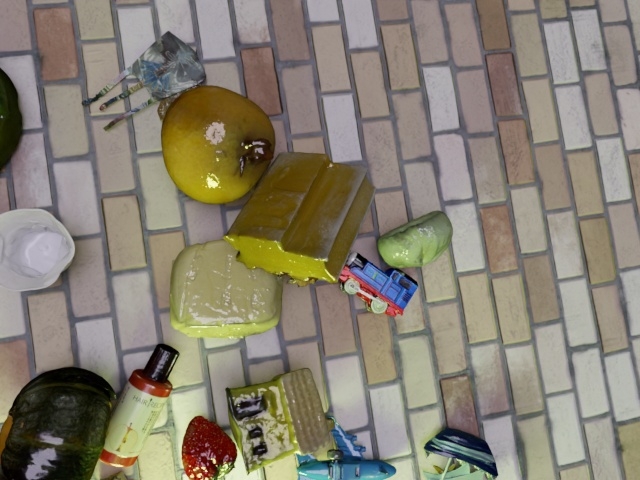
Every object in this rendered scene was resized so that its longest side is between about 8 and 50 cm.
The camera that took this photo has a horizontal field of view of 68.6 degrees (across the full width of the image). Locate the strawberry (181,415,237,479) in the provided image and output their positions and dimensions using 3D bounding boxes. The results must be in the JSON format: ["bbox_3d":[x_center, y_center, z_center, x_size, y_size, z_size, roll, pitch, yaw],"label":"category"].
[{"bbox_3d":[-0.275,0.506,1.122,0.148,0.131,0.131,37,81,17],"label":"strawberry"}]

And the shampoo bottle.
[{"bbox_3d":[-0.424,0.381,1.113,0.104,0.104,0.278,26,83,-6],"label":"shampoo bottle"}]

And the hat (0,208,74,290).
[{"bbox_3d":[-0.660,0.024,1.092,0.203,0.126,0.203,1,86,-8],"label":"hat"}]

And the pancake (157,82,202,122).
[{"bbox_3d":[-0.346,-0.336,1.216,0.152,0.025,0.151,0,87,-9],"label":"pancake"}]

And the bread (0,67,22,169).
[{"bbox_3d":[-0.906,-0.300,1.077,0.382,0.129,0.366,41,82,-3],"label":"bread"}]

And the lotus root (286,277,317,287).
[{"bbox_3d":[0.000,0.000,1.178,0.140,0.154,0.256,14,76,0],"label":"lotus root"}]

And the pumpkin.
[{"bbox_3d":[-0.572,0.429,0.995,0.192,0.320,0.320,21,83,-28],"label":"pumpkin"}]

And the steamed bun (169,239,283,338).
[{"bbox_3d":[-0.221,0.119,1.135,0.273,0.166,0.232,-2,70,-15],"label":"steamed bun"}]

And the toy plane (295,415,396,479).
[{"bbox_3d":[0.063,0.577,1.177,0.271,0.105,0.254,3,71,-4],"label":"toy plane"}]

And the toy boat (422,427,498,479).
[{"bbox_3d":[0.345,0.653,1.232,0.221,0.067,0.291,21,86,-7],"label":"toy boat"}]

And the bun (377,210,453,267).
[{"bbox_3d":[0.245,0.006,1.199,0.195,0.195,0.118,-23,91,-9],"label":"bun"}]

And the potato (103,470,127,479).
[{"bbox_3d":[-0.483,0.618,1.110,0.086,0.061,0.122,-24,88,-9],"label":"potato"}]

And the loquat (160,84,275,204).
[{"bbox_3d":[-0.231,-0.223,1.100,0.275,0.275,0.274,1,86,-8],"label":"loquat"}]

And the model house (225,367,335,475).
[{"bbox_3d":[-0.097,0.419,1.128,0.234,0.175,0.193,-12,75,-18],"label":"model house"}]

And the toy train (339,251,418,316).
[{"bbox_3d":[0.139,0.111,1.228,0.204,0.083,0.131,35,82,-6],"label":"toy train"}]

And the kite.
[{"bbox_3d":[-0.445,-0.397,1.200,0.310,0.015,0.169,-43,85,-9],"label":"kite"}]

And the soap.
[{"bbox_3d":[-0.037,-0.057,1.060,0.259,0.143,0.281,11,53,20],"label":"soap"}]
